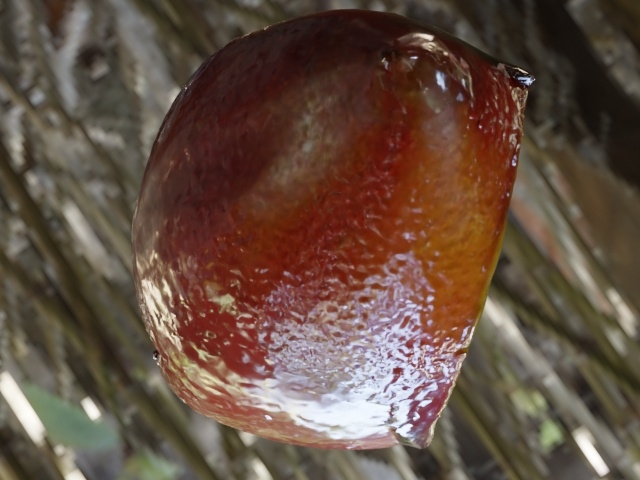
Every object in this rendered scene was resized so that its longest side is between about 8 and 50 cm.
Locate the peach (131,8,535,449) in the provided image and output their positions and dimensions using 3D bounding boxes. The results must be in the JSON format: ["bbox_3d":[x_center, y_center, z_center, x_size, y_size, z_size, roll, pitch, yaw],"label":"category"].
[{"bbox_3d":[-0.001,0.007,0.817,0.159,0.154,0.267,7,166,-3],"label":"peach"}]
